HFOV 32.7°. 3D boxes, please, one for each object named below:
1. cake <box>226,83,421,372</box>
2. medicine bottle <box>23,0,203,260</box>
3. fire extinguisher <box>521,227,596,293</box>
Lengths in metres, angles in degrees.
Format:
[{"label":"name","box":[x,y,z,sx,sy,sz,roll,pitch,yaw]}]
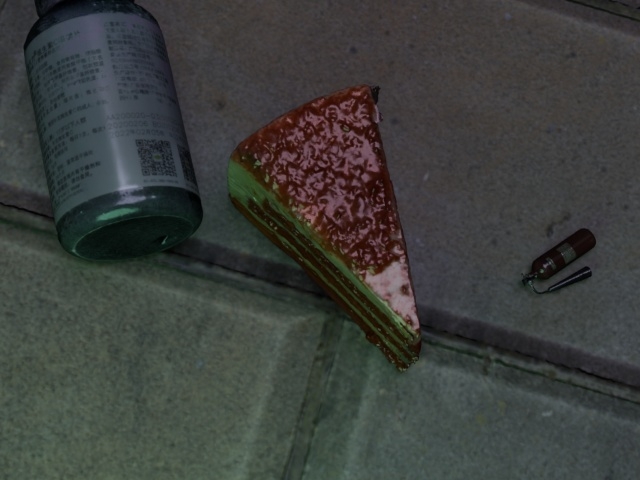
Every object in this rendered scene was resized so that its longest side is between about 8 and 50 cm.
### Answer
[{"label":"cake","box":[0.000,0.000,1.050,0.160,0.158,0.262,-9,73,-5]},{"label":"medicine bottle","box":[-0.212,-0.136,1.078,0.141,0.141,0.293,-11,73,-11]},{"label":"fire extinguisher","box":[0.250,0.031,1.140,0.100,0.032,0.046,-33,112,-17]}]
